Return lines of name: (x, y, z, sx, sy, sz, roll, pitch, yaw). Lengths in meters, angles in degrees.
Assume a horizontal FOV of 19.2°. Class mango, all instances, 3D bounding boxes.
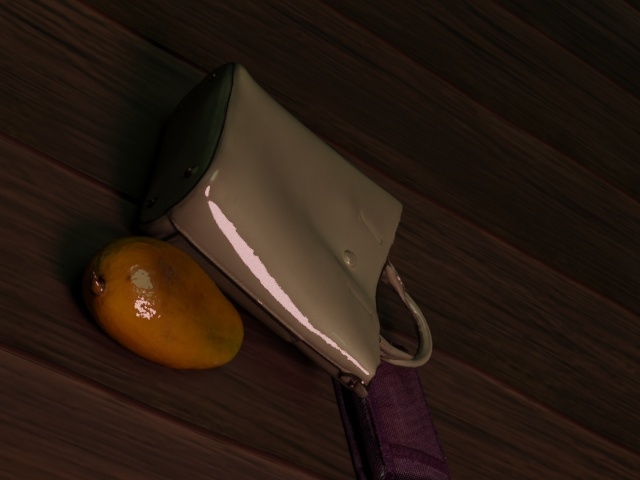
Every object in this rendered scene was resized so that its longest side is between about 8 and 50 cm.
mango: (-0.119, 0.052, 1.496, 0.187, 0.066, 0.101, 32, 39, -46)

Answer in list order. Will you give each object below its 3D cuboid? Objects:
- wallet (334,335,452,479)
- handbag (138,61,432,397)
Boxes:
wallet: (0.065, 0.157, 1.670, 0.111, 0.030, 0.166, 17, 48, -44)
handbag: (0.000, 0.000, 1.632, 0.315, 0.109, 0.241, 36, 38, -21)
